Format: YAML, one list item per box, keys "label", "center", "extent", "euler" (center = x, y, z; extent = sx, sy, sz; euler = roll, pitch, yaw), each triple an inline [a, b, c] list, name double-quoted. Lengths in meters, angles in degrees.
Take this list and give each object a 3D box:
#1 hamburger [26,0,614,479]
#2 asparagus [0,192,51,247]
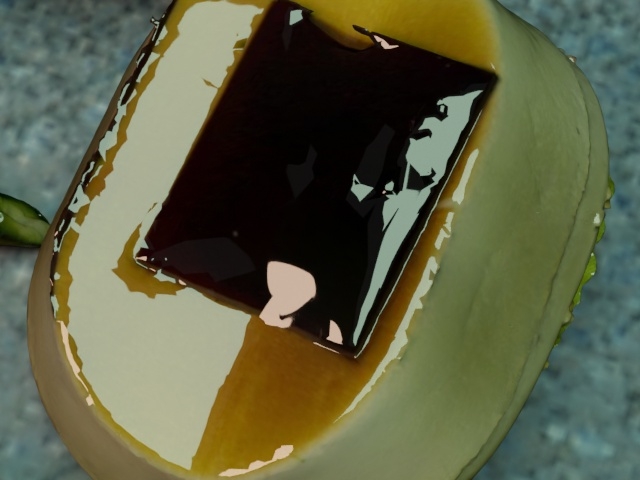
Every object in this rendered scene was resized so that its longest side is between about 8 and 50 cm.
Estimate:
- label: "hamburger"
  center: [0.000, 0.000, 0.590]
  extent: [0.173, 0.116, 0.210]
  euler: [17, 73, 14]
- label: "asparagus"
  center: [-0.143, -0.011, 0.632]
  extent: [0.108, 0.021, 0.025]
  euler: [6, 67, 0]
